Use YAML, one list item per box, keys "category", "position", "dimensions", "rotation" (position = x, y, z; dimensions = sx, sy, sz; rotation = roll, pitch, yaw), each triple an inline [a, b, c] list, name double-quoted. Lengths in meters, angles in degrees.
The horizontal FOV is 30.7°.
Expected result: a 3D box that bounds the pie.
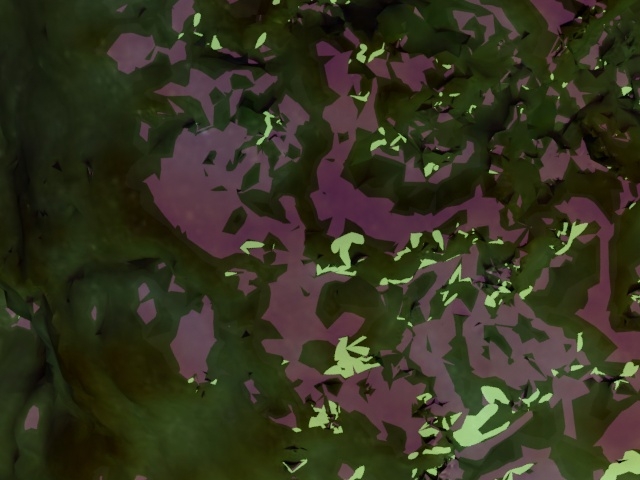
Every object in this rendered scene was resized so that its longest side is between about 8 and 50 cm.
- category: "pie"
  position: [-0.024, -0.070, 0.428]
  dimensions: [0.395, 0.180, 0.418]
  rotation: [-16, 90, 16]
